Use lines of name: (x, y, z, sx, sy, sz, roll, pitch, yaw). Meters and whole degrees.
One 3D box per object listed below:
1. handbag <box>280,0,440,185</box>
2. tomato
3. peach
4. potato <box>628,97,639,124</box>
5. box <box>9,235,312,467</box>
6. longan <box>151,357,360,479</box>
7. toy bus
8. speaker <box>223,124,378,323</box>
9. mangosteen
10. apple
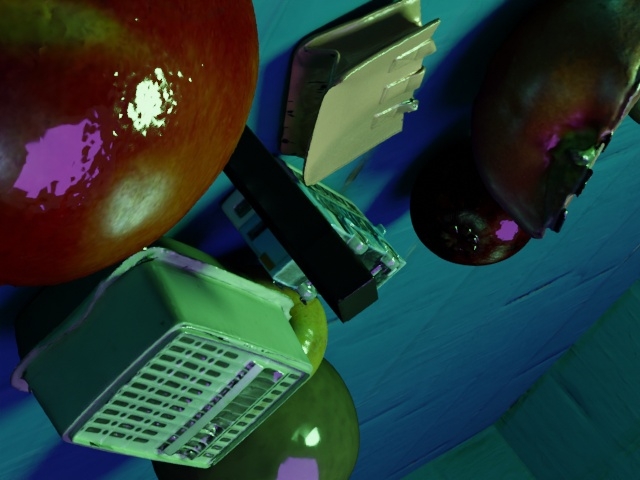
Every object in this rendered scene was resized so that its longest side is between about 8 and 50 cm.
handbag: (0.039, -0.155, 1.332, 0.157, 0.059, 0.212, -31, 161, -20)
tomato: (0.293, -0.181, 1.570, 0.335, 0.176, 0.289, -64, 169, 30)
peach: (-0.139, -0.122, 0.752, 0.201, 0.258, 0.361, -42, 159, 28)
potato: (0.543, -0.261, 1.889, 0.174, 0.159, 0.251, -59, -176, -27)
box: (-0.162, 0.113, 1.349, 0.220, 0.166, 0.290, -42, 148, 14)
longan: (-0.089, 0.260, 1.752, 0.297, 0.297, 0.297, -34, 161, -13)
toy bus: (0.000, 0.000, 1.514, 0.106, 0.131, 0.297, -42, 162, 8)
speaker: (-0.028, -0.021, 1.270, 0.044, 0.218, 0.082, -37, 163, -7)
mangosteen: (0.215, -0.061, 1.743, 0.199, 0.200, 0.200, -34, 161, -13)
apple: (-0.081, 0.116, 1.573, 0.182, 0.183, 0.155, -26, -179, -34)
